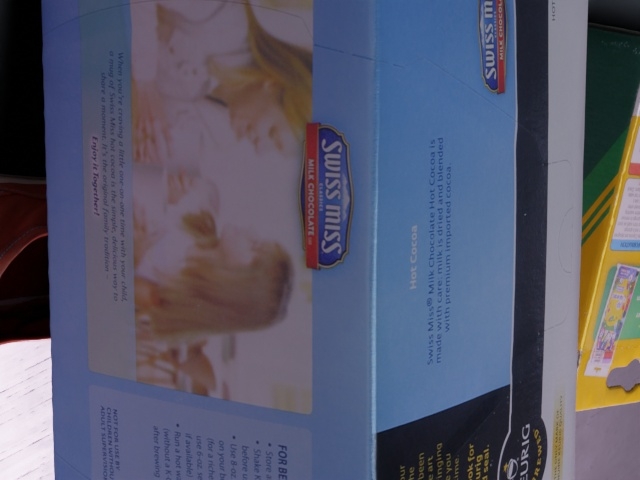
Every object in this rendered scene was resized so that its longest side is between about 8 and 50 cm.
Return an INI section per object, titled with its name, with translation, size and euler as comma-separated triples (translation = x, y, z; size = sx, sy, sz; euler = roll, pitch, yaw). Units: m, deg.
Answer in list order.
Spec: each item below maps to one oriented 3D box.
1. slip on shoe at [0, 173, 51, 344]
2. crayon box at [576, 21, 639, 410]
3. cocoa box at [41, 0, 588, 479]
[slip on shoe]
translation = -0.122, 0.008, 0.982
size = 0.331, 0.101, 0.123
euler = -8, 127, -47
[crayon box]
translation = 0.274, -0.020, 1.348
size = 0.203, 0.083, 0.323
euler = 1, 104, -49
[cocoa box]
translation = 0.000, 0.000, 0.861
size = 0.228, 0.231, 0.347
euler = -12, 105, -53
